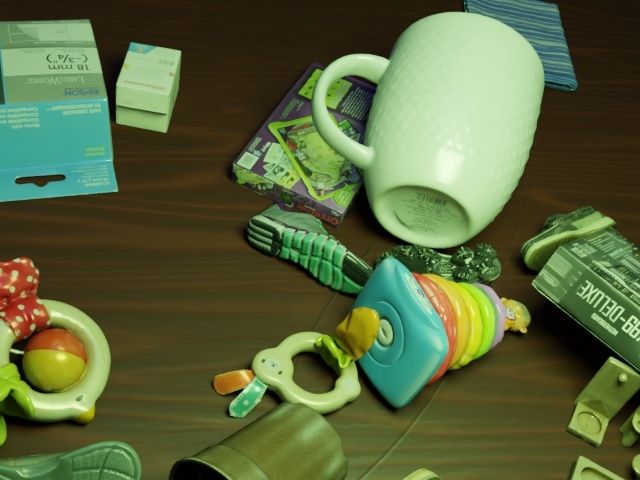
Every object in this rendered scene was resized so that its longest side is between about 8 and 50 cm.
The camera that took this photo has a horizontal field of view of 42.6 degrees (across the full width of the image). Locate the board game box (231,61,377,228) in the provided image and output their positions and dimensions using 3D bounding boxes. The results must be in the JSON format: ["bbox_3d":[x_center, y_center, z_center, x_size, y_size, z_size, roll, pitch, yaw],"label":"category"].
[{"bbox_3d":[0.008,-0.183,1.478,0.208,0.056,0.347,22,48,11],"label":"board game box"}]

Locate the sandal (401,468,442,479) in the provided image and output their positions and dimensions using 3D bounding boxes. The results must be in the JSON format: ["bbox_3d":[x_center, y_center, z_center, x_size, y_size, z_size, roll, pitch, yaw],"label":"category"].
[{"bbox_3d":[0.043,0.343,1.018,0.240,0.088,0.079,-18,24,-36],"label":"sandal"}]

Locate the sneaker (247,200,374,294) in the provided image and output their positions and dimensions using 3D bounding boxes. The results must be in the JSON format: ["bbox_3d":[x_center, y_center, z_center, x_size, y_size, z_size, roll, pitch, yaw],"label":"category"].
[{"bbox_3d":[0.000,0.000,1.291,0.223,0.083,0.098,27,44,11],"label":"sneaker"}]

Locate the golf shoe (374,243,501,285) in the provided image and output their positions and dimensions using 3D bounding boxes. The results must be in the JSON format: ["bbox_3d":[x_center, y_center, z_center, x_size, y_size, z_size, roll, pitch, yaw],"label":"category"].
[{"bbox_3d":[0.186,0.055,1.302,0.198,0.094,0.077,1,66,18],"label":"golf shoe"}]

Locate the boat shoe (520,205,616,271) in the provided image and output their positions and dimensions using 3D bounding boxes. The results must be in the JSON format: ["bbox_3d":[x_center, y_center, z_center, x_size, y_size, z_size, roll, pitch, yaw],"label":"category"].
[{"bbox_3d":[0.413,-0.008,1.409,0.223,0.080,0.073,-16,49,-33],"label":"boat shoe"}]

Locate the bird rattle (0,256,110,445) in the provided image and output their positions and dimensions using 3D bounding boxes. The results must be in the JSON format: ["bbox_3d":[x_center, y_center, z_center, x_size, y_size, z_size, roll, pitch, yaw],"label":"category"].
[{"bbox_3d":[-0.376,0.145,1.059,0.206,0.143,0.254,20,42,-26],"label":"bird rattle"}]

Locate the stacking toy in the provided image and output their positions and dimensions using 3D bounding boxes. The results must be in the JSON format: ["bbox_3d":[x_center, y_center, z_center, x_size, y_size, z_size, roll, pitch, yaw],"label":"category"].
[{"bbox_3d":[0.208,0.121,1.210,0.301,0.166,0.175,-2,47,-35],"label":"stacking toy"}]

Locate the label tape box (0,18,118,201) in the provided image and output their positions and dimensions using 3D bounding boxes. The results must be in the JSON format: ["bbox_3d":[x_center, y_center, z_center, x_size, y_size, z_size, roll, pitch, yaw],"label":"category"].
[{"bbox_3d":[-0.475,-0.224,1.350,0.240,0.106,0.334,-7,51,-19],"label":"label tape box"}]

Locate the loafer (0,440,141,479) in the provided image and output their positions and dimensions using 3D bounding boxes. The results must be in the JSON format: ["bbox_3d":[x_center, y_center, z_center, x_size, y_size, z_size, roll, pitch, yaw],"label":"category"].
[{"bbox_3d":[-0.345,0.295,0.958,0.267,0.084,0.096,-8,83,-16],"label":"loafer"}]

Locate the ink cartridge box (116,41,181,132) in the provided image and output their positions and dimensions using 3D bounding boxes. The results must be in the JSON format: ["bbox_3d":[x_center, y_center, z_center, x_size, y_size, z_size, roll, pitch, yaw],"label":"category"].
[{"bbox_3d":[-0.303,-0.263,1.438,0.092,0.090,0.143,10,49,-5],"label":"ink cartridge box"}]

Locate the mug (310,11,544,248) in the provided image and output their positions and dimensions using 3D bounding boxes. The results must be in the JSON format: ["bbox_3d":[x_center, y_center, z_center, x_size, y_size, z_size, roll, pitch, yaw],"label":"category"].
[{"bbox_3d":[0.163,-0.183,1.356,0.374,0.276,0.328,23,58,-4],"label":"mug"}]

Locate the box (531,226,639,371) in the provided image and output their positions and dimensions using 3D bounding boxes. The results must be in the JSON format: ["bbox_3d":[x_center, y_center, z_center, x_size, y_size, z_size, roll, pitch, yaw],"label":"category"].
[{"bbox_3d":[0.482,0.092,1.249,0.242,0.077,0.307,41,26,21],"label":"box"}]

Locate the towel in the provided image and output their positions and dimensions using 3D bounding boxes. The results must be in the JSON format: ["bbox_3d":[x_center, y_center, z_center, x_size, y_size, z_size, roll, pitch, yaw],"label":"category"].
[{"bbox_3d":[0.443,-0.463,1.840,0.243,0.040,0.336,10,47,-6],"label":"towel"}]

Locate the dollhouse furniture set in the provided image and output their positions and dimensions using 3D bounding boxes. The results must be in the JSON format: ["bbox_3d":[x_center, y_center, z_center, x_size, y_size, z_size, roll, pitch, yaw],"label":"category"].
[{"bbox_3d":[0.417,0.278,1.119,0.144,0.123,0.151,28,49,11],"label":"dollhouse furniture set"}]

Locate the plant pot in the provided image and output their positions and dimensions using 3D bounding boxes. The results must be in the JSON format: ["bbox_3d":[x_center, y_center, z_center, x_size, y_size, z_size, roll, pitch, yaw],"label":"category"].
[{"bbox_3d":[-0.064,0.287,0.977,0.167,0.167,0.165,39,43,20],"label":"plant pot"}]

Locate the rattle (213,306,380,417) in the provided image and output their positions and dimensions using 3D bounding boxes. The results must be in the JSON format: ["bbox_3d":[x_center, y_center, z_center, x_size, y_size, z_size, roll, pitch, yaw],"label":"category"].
[{"bbox_3d":[-0.032,0.164,1.103,0.199,0.143,0.130,3,67,-19],"label":"rattle"}]
